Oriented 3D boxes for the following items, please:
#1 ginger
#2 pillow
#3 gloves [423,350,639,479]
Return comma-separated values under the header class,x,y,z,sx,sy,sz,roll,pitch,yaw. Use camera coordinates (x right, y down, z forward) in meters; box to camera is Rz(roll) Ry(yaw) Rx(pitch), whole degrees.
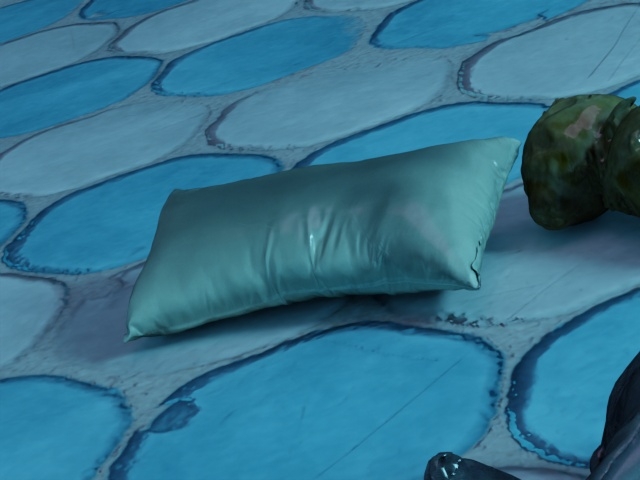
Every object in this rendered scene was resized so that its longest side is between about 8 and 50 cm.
class,x,y,z,sx,sy,sz,roll,pitch,yaw
ginger,0.213,-0.046,1.052,0.204,0.080,0.104,4,53,46
pillow,0.000,0.000,1.094,0.254,0.078,0.144,-8,32,20
gloves,0.134,0.092,0.697,0.285,0.119,0.142,-38,-10,-13
